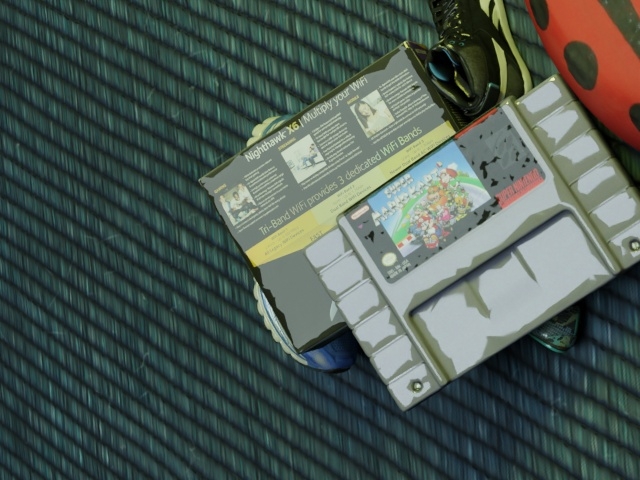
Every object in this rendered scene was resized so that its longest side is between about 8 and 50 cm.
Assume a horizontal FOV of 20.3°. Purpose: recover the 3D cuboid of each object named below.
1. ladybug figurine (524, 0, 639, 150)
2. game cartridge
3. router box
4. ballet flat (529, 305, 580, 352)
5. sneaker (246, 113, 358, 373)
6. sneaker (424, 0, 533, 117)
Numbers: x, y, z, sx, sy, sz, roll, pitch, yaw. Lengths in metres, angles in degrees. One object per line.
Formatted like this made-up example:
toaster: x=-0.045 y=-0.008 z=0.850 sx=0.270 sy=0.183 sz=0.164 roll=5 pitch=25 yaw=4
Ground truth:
ladybug figurine: x=0.338 y=-0.258 z=1.817 sx=0.305 sy=0.162 sz=0.449 roll=-46 pitch=64 yaw=36
game cartridge: x=0.175 y=0.002 z=1.964 sx=0.355 sy=0.068 sz=0.230 roll=-35 pitch=86 yaw=17
router box: x=0.048 y=-0.048 z=2.079 sx=0.309 sy=0.081 sz=0.243 roll=-32 pitch=82 yaw=18
ballet flat: x=0.220 y=0.063 z=2.041 sx=0.188 sy=0.070 sz=0.070 roll=27 pitch=113 yaw=31
sneaker: x=0.000 y=0.000 z=2.196 sx=0.147 sy=0.130 sz=0.330 roll=-12 pitch=86 yaw=46
sneaker: x=0.154 y=-0.240 z=2.023 sx=0.079 sy=0.121 sz=0.217 roll=-40 pitch=68 yaw=37
